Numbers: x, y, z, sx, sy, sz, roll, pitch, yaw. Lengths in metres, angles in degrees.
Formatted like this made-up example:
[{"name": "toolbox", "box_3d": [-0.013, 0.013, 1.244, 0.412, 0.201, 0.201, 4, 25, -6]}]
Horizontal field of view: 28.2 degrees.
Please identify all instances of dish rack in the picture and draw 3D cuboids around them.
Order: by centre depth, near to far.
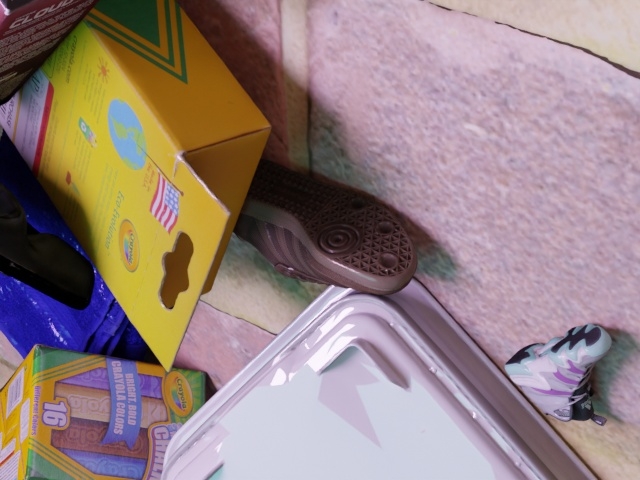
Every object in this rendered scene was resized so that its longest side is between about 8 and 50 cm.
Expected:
[{"name": "dish rack", "box_3d": [0.048, 0.218, 0.939, 0.285, 0.072, 0.333, -44, 82, 20]}]

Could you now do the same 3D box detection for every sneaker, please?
[{"name": "sneaker", "box_3d": [0.175, 0.096, 0.856, 0.069, 0.038, 0.098, 54, 151, -4]}, {"name": "sneaker", "box_3d": [0.000, 0.000, 0.944, 0.188, 0.066, 0.071, 32, 147, 36]}]

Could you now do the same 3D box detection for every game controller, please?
[{"name": "game controller", "box_3d": [-0.307, -0.043, 1.032, 0.319, 0.067, 0.166, 34, 169, 39]}]

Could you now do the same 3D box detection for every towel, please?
[{"name": "towel", "box_3d": [-0.241, 0.023, 1.189, 0.227, 0.076, 0.308, 46, 141, 8]}]

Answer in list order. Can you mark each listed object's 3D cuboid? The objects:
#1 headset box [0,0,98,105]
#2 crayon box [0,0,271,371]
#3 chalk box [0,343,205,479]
[{"name": "headset box", "box_3d": [-0.258, -0.211, 0.834, 0.218, 0.110, 0.293, 58, 145, -5]}, {"name": "crayon box", "box_3d": [-0.147, -0.085, 0.954, 0.318, 0.081, 0.202, 54, 144, 22]}, {"name": "chalk box", "box_3d": [-0.185, 0.194, 1.183, 0.132, 0.213, 0.132, -43, 41, 51]}]
